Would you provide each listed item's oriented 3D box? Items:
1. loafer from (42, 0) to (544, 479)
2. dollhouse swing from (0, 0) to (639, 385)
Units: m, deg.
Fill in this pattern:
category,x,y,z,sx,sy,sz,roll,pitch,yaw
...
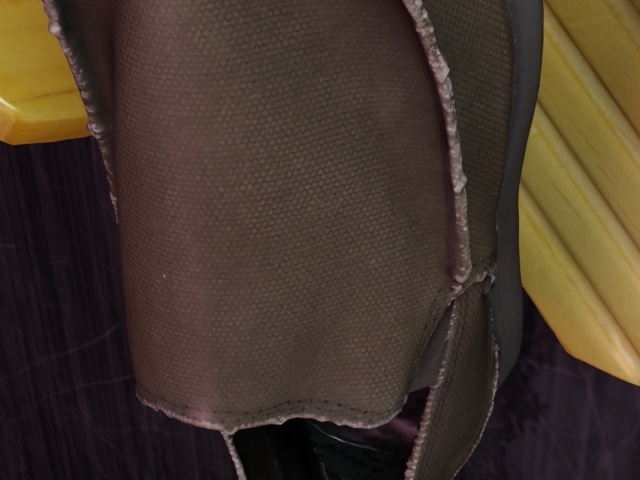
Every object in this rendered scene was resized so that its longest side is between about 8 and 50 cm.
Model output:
category,x,y,z,sx,sy,sz,roll,pitch,yaw
loafer,0.000,0.000,0.503,0.134,0.130,0.366,7,148,21
dollhouse swing,0.024,-0.082,0.545,0.347,0.315,0.305,-40,67,57
